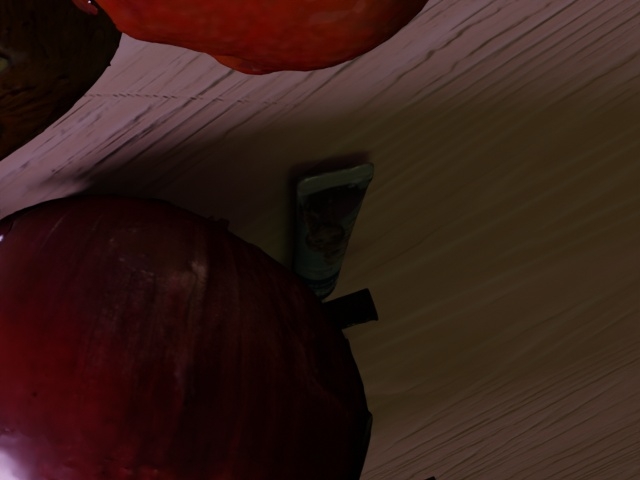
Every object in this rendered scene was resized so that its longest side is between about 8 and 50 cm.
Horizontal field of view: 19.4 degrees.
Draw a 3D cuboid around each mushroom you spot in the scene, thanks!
[{"bbox_3d":[-0.201,-0.092,0.955,0.231,0.138,0.194,-22,157,12],"label":"mushroom"}]

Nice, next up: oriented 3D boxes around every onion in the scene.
[{"bbox_3d":[-0.119,0.125,1.295,0.341,0.341,0.341,-14,157,-6],"label":"onion"}]

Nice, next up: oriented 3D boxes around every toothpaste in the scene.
[{"bbox_3d":[0.000,0.000,1.443,0.062,0.037,0.216,-16,155,-16],"label":"toothpaste"}]

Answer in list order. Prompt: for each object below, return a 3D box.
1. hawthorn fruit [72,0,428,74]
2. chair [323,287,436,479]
[{"bbox_3d":[-0.004,-0.203,0.774,0.211,0.211,0.299,4,140,-40],"label":"hawthorn fruit"},{"bbox_3d":[-0.136,0.209,1.558,0.416,0.203,0.240,-18,172,-8],"label":"chair"}]
